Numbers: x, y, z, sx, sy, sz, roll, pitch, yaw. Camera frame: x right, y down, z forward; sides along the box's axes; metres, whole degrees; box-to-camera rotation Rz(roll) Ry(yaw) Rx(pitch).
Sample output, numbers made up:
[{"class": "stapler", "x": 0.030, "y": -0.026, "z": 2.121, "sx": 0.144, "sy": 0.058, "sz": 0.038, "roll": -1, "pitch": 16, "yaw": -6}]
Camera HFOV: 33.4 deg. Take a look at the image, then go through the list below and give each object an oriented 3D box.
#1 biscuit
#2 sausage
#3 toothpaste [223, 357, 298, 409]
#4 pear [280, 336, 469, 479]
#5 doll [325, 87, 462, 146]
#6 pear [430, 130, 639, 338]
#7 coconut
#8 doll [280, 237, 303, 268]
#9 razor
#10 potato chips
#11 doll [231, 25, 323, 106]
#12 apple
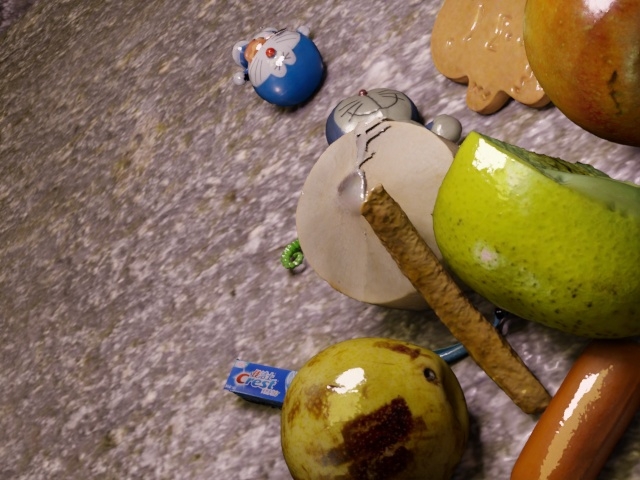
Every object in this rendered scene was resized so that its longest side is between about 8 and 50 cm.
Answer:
[{"class": "biscuit", "x": 0.318, "y": -0.365, "z": 1.896, "sx": 0.355, "sy": 0.052, "sz": 0.275, "roll": 43, "pitch": 109, "yaw": 50}, {"class": "sausage", "x": 0.346, "y": 0.250, "z": 1.418, "sx": 0.105, "sy": 0.105, "sz": 0.274, "roll": 26, "pitch": 82, "yaw": 51}, {"class": "toothpaste", "x": -0.061, "y": 0.260, "z": 1.862, "sx": 0.272, "sy": 0.053, "sz": 0.066, "roll": 3, "pitch": 65, "yaw": 47}, {"class": "pear", "x": 0.080, "y": 0.275, "z": 1.545, "sx": 0.283, "sy": 0.283, "sz": 0.284, "roll": -26, "pitch": 46, "yaw": 30}, {"class": "doll", "x": 0.119, "y": -0.193, "z": 1.945, "sx": 0.228, "sy": 0.154, "sz": 0.258, "roll": -22, "pitch": 45, "yaw": -14}, {"class": "pear", "x": 0.348, "y": 0.017, "z": 1.443, "sx": 0.318, "sy": 0.342, "sz": 0.239, "roll": 38, "pitch": 111, "yaw": 41}, {"class": "coconut", "x": 0.117, "y": -0.036, "z": 1.685, "sx": 0.323, "sy": 0.323, "sz": 0.323, "roll": -26, "pitch": 46, "yaw": 30}, {"class": "doll", "x": 0.000, "y": 0.000, "z": 2.000, "sx": 0.190, "sy": 0.050, "sz": 0.115, "roll": -22, "pitch": 41, "yaw": 36}, {"class": "razor", "x": 0.203, "y": 0.169, "z": 1.671, "sx": 0.253, "sy": 0.042, "sz": 0.082, "roll": -34, "pitch": 0, "yaw": 24}, {"class": "potato chips", "x": 0.187, "y": 0.088, "z": 1.528, "sx": 0.057, "sy": 0.407, "sz": 0.080, "roll": -39, "pitch": 6, "yaw": 1}, {"class": "doll", "x": -0.094, "y": -0.396, "z": 2.309, "sx": 0.215, "sy": 0.161, "sz": 0.257, "roll": -39, "pitch": 36, "yaw": -7}, {"class": "apple", "x": 0.479, "y": -0.326, "z": 1.515, "sx": 0.384, "sy": 0.374, "sz": 0.374, "roll": -45, "pitch": 39, "yaw": 19}]
